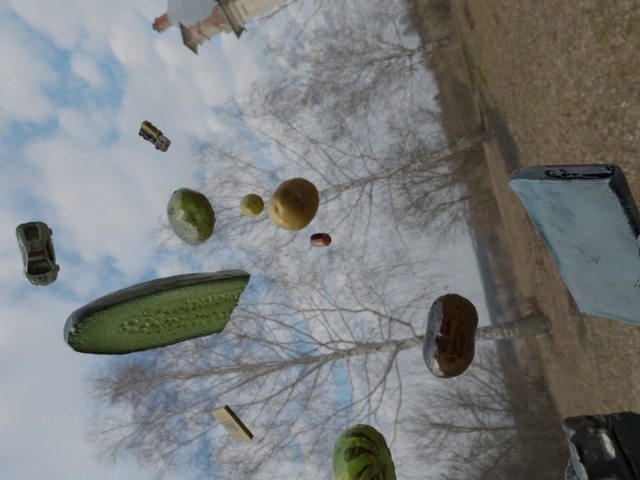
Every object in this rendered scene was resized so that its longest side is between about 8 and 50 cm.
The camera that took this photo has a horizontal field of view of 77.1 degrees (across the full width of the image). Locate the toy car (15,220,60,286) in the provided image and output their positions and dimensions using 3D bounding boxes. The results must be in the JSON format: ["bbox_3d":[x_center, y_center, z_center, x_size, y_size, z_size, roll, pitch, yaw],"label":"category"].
[{"bbox_3d":[-0.872,0.041,1.240,0.095,0.056,0.205,-11,-90,-30],"label":"toy car"}]

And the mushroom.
[{"bbox_3d":[0.347,0.259,1.139,0.217,0.147,0.227,102,-176,-88],"label":"mushroom"}]

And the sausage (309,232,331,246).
[{"bbox_3d":[0.000,0.000,1.679,0.054,0.094,0.059,62,-148,-42],"label":"sausage"}]

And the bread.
[{"bbox_3d":[0.075,0.362,0.630,0.130,0.071,0.139,3,-112,-66],"label":"bread"}]

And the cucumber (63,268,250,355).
[{"bbox_3d":[-0.224,0.091,0.563,0.243,0.063,0.115,-2,-58,-51],"label":"cucumber"}]

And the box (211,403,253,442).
[{"bbox_3d":[-0.313,0.652,1.427,0.155,0.086,0.023,53,-148,-9],"label":"box"}]

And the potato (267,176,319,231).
[{"bbox_3d":[-0.085,-0.114,1.328,0.234,0.150,0.146,-52,-23,-47],"label":"potato"}]

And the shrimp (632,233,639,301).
[{"bbox_3d":[0.308,0.050,0.347,0.165,0.056,0.065,47,-148,-38],"label":"shrimp"}]

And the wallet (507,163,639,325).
[{"bbox_3d":[0.489,0.018,0.707,0.046,0.190,0.379,-48,-67,-15],"label":"wallet"}]

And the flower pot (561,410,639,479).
[{"bbox_3d":[0.469,0.345,0.505,0.283,0.298,0.299,69,-159,-2],"label":"flower pot"}]

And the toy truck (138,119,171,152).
[{"bbox_3d":[-0.609,-0.382,1.476,0.123,0.063,0.052,39,-177,-1],"label":"toy truck"}]

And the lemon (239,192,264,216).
[{"bbox_3d":[-0.314,-0.160,1.830,0.108,0.133,0.109,3,-95,-30],"label":"lemon"}]

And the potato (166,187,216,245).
[{"bbox_3d":[-0.500,-0.094,1.566,0.149,0.186,0.254,-85,9,-45],"label":"potato"}]
